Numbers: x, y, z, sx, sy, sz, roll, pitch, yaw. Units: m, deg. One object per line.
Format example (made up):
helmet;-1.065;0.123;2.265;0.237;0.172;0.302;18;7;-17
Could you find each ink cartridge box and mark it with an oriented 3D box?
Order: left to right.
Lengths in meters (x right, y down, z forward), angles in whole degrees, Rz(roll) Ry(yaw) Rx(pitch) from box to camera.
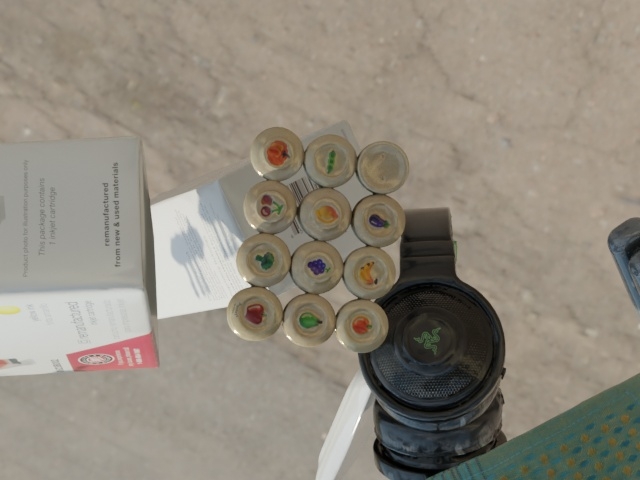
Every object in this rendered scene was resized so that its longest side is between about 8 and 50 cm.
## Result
ink cartridge box;-0.358;0.030;1.295;0.384;0.160;0.279;-3;160;-5

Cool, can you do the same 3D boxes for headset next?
headset;0.134;0.144;1.218;0.185;0.394;0.243;-3;138;7

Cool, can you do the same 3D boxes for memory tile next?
memory tile;0.000;0.000;0.901;0.113;0.148;0.012;8;177;-9

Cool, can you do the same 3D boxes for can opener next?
can opener;0.357;0.069;1.309;0.280;0.093;0.074;49;-176;-45

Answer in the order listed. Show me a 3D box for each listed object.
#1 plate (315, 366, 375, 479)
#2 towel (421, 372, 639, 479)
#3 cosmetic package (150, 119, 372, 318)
plate;0.078;0.231;2.009;0.045;0.277;0.278;29;126;11
towel;0.139;0.244;0.772;0.271;0.370;0.040;-27;118;7
cosmetic package;-0.098;-0.018;1.626;0.365;0.197;0.155;-16;100;62
